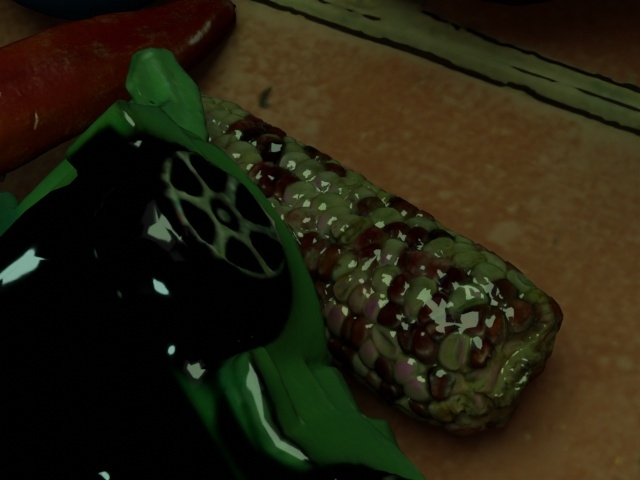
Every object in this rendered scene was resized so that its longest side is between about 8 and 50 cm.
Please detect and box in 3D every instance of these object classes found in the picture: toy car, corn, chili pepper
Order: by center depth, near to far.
[{"bbox_3d":[-0.068,0.090,0.857,0.213,0.176,0.358,-41,75,23],"label":"toy car"},{"bbox_3d":[0.000,0.000,0.954,0.280,0.092,0.092,35,71,28],"label":"corn"},{"bbox_3d":[-0.144,-0.083,1.007,0.272,0.063,0.071,-28,49,-30],"label":"chili pepper"}]

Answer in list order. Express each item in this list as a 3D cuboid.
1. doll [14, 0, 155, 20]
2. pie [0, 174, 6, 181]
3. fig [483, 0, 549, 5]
[{"bbox_3d":[-0.175,-0.232,1.082,0.257,0.161,0.215,22,80,28],"label":"doll"},{"bbox_3d":[-0.277,-0.042,1.051,0.204,0.054,0.218,13,63,17],"label":"pie"},{"bbox_3d":[0.093,-0.235,1.009,0.263,0.224,0.224,9,62,13],"label":"fig"}]
